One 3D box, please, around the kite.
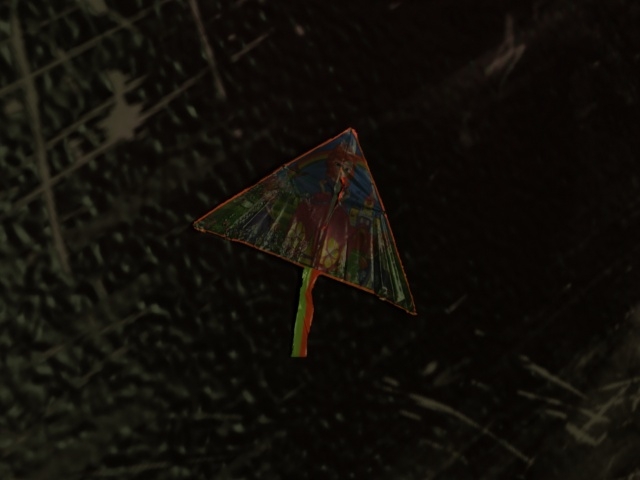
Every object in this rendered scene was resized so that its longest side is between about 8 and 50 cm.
[{"bbox_3d":[0.000,0.000,0.894,0.190,0.010,0.159,24,76,-32],"label":"kite"}]
